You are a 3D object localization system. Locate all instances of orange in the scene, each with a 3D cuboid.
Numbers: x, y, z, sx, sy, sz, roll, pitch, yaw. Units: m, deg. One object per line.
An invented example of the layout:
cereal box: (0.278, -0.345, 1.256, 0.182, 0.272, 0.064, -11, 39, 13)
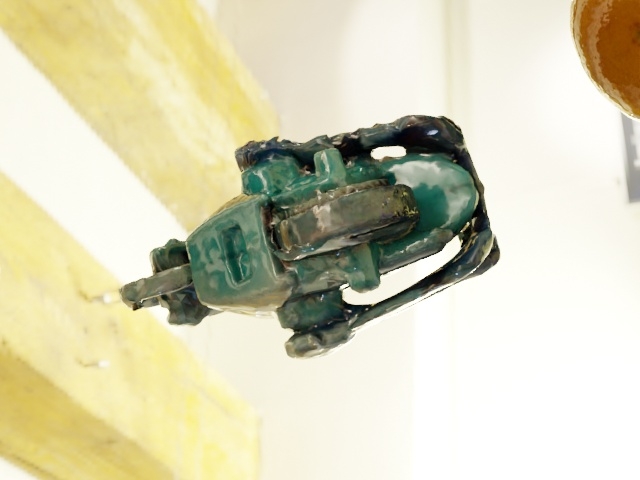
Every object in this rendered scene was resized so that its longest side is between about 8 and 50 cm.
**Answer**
orange: (0.254, -0.158, 0.953, 0.124, 0.156, 0.156, -30, -68, -47)

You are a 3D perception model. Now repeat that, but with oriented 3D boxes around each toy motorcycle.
toy motorcycle: (0.000, 0.000, 0.935, 0.206, 0.260, 0.154, -13, -95, -45)
